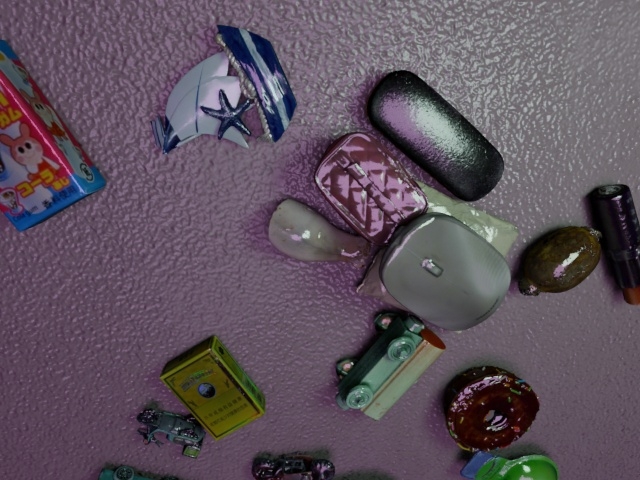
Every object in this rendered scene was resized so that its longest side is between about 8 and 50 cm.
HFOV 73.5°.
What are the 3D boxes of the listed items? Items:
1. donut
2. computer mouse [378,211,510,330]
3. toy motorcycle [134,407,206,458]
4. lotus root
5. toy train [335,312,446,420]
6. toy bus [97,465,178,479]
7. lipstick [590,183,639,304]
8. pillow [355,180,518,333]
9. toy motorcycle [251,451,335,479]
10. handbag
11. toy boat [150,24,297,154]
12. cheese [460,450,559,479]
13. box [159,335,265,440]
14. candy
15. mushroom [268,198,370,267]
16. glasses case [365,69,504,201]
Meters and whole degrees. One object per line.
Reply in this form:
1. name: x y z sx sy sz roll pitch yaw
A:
1. donut: 0.417 0.416 1.070 0.235 0.089 0.235 -2 108 -5
2. computer mouse: 0.251 0.074 0.822 0.331 0.095 0.197 30 102 -35
3. toy motorcycle: -0.361 0.458 1.026 0.173 0.058 0.100 24 110 -15
4. lotus root: 0.527 0.049 0.947 0.209 0.120 0.120 -43 107 6
5. toy train: 0.161 0.297 0.997 0.177 0.116 0.285 29 106 -25
6. toy bus: -0.435 0.667 1.042 0.256 0.147 0.128 19 107 -11
7. lipstick: 0.682 0.015 0.966 0.081 0.081 0.300 -26 109 3
8. pillow: 0.258 0.047 0.938 0.274 0.076 0.281 22 104 -10
9. toy motorcycle: -0.069 0.609 1.092 0.212 0.084 0.118 0 110 2
10. handbag: 0.093 -0.098 0.824 0.146 0.135 0.225 -41 94 8
11. toy boat: -0.174 -0.243 0.808 0.210 0.070 0.291 40 104 -11
12. cheese: 0.519 0.643 1.158 0.320 0.083 0.204 28 106 -16
13. box: -0.245 0.345 0.996 0.141 0.064 0.220 -30 107 5
14. candy: -0.557 -0.186 0.770 0.157 0.100 0.306 -27 108 4
15. mushroom: 0.000 0.000 0.890 0.225 0.093 0.116 24 84 -8
16. glasses case: 0.230 -0.201 0.849 0.321 0.082 0.122 36 103 -17
